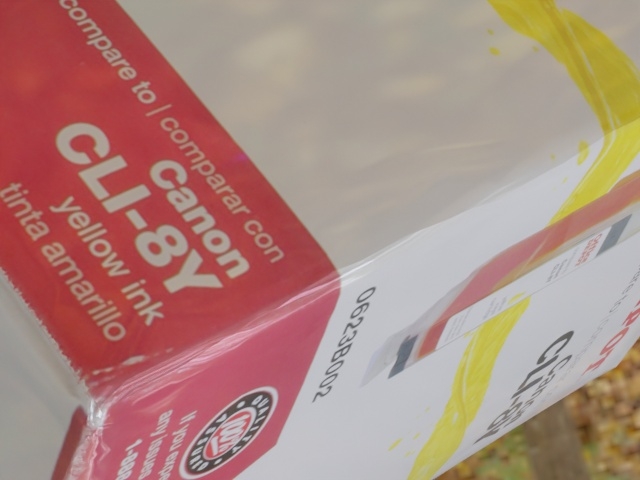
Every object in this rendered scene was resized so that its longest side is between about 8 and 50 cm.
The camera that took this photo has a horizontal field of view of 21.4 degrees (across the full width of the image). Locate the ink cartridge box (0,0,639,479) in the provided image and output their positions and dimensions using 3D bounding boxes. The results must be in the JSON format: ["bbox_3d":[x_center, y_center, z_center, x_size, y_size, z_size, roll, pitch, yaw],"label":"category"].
[{"bbox_3d":[0.000,0.000,0.669,0.385,0.160,0.279,-27,156,-34],"label":"ink cartridge box"}]
